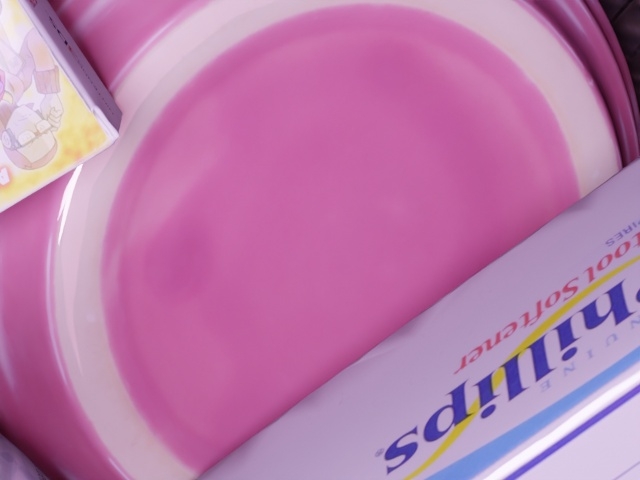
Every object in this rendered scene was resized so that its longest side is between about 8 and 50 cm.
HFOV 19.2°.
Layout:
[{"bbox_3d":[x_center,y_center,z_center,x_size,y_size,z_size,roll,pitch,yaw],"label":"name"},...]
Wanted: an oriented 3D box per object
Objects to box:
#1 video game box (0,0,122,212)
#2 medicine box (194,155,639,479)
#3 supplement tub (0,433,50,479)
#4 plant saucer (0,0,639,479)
[{"bbox_3d":[-0.204,-0.065,0.669,0.205,0.048,0.187,-30,104,9],"label":"video game box"},{"bbox_3d":[0.120,0.162,0.708,0.263,0.149,0.289,-36,107,7],"label":"medicine box"},{"bbox_3d":[-0.104,0.238,0.751,0.193,0.193,0.316,-42,115,-7],"label":"supplement tub"},{"bbox_3d":[0.000,0.000,0.791,0.332,0.084,0.332,-6,107,-20],"label":"plant saucer"}]
